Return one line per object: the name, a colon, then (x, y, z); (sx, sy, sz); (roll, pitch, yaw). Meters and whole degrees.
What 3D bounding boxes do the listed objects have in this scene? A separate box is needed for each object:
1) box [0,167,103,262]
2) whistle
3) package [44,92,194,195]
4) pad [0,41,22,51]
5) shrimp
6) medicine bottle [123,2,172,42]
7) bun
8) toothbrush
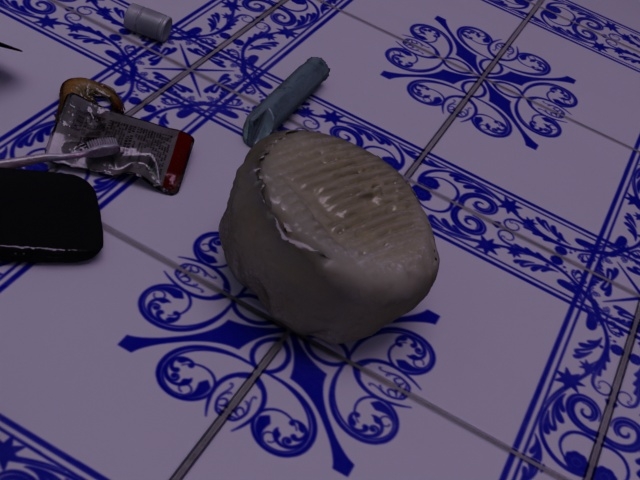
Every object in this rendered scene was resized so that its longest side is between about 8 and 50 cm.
box: (-0.456, -0.043, 1.490); (0.212, 0.042, 0.201); (1, 44, -21)
whistle: (-0.069, -0.283, 1.887); (0.062, 0.062, 0.312); (27, 41, 9)
package: (-0.350, -0.170, 1.657); (0.239, 0.030, 0.154); (16, 54, -8)
pad: (-0.690, -0.354, 1.596); (0.315, 0.063, 0.375); (15, 2, 26)
shrimp: (-0.423, -0.240, 1.732); (0.124, 0.034, 0.178); (11, 39, -18)
medicine bottle: (-0.361, -0.456, 1.971); (0.089, 0.057, 0.057); (21, 41, 3)
bun: (0.000, 0.000, 1.495); (0.360, 0.211, 0.359); (16, 46, -17)
toothbrush: (-0.487, -0.135, 1.567); (0.307, 0.025, 0.029); (-13, 56, -21)
